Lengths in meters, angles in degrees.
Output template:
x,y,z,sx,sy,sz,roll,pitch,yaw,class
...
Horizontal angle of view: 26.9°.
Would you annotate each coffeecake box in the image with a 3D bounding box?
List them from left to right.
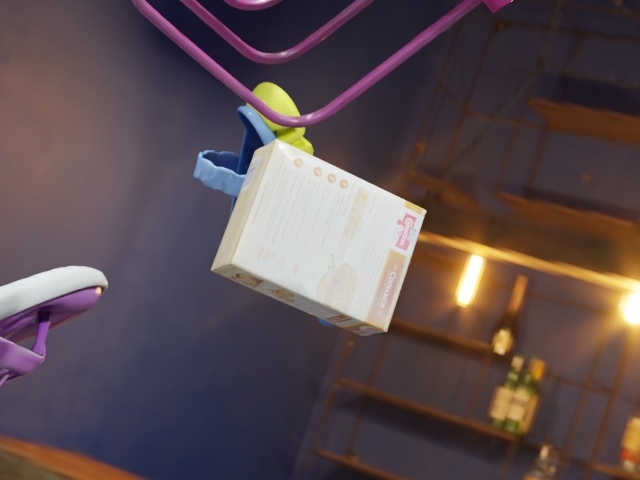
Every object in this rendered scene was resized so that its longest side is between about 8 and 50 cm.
x,y,z,sx,sy,sz,roll,pitch,yaw,class
0.000,0.000,1.404,0.185,0.142,0.068,25,-16,-18,coffeecake box

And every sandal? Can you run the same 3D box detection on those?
x,y,z,sx,sy,sz,roll,pitch,yaw,class
-0.347,0.120,1.224,0.169,0.102,0.416,-26,-4,34,sandal
-0.052,-0.026,1.602,0.317,0.138,0.126,65,-11,-22,sandal

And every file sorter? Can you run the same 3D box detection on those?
x,y,z,sx,sy,sz,roll,pitch,yaw,class
-0.038,-0.251,0.888,0.202,0.182,0.290,40,22,-44,file sorter
